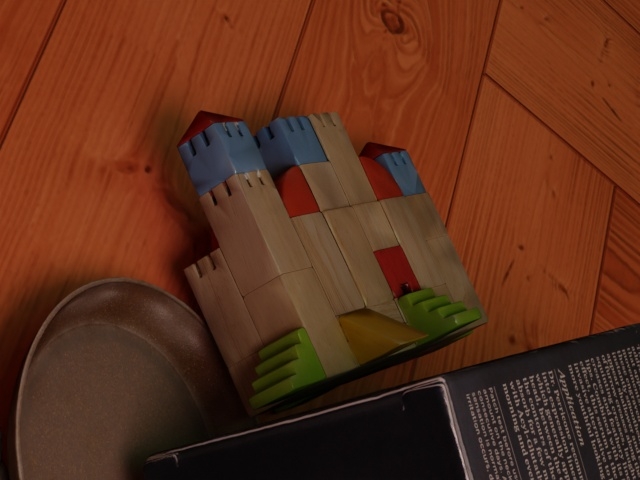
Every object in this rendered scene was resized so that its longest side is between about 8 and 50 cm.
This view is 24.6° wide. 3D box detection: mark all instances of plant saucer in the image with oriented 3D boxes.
[{"bbox_3d":[-0.150,0.185,1.196,0.310,0.050,0.310,36,45,-46],"label":"plant saucer"}]

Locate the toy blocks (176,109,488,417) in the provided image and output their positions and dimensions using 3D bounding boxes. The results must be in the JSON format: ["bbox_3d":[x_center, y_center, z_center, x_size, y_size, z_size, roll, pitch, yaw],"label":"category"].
[{"bbox_3d":[0.000,0.000,1.371,0.381,0.191,0.261,-11,74,-55],"label":"toy blocks"}]

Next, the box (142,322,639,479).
[{"bbox_3d":[0.104,0.220,1.236,0.395,0.293,0.212,-4,77,-57],"label":"box"}]

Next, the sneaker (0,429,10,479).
[{"bbox_3d":[-0.315,0.229,1.041,0.262,0.099,0.121,-26,98,-43],"label":"sneaker"}]
